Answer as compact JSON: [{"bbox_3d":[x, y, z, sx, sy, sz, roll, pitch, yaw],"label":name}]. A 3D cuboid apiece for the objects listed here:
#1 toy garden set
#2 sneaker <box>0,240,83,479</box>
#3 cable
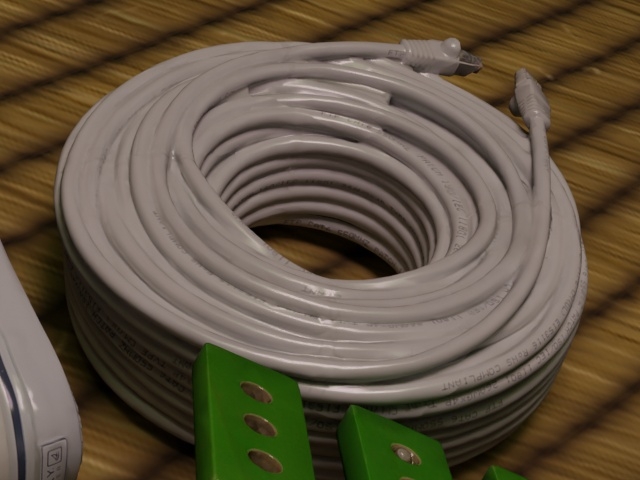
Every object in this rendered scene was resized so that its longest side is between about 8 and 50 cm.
[{"bbox_3d":[0.059,0.147,0.589,0.244,0.049,0.204,25,18,-15],"label":"toy garden set"},{"bbox_3d":[-0.191,0.011,0.693,0.091,0.094,0.258,-9,46,-33],"label":"sneaker"},{"bbox_3d":[0.000,0.000,0.775,0.257,0.089,0.257,4,41,-12],"label":"cable"}]
